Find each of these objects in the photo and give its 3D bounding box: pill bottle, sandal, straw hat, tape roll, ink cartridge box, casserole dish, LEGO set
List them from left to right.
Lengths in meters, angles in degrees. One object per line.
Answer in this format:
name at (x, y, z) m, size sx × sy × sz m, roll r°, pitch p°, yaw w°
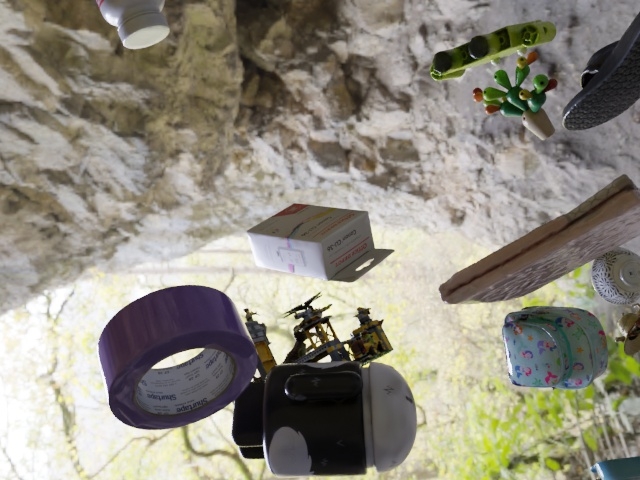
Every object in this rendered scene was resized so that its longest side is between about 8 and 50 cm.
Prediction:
pill bottle at (-0.262, -0.345, 0.842) m, size 0.160 × 0.087 × 0.087 m, roll 67°, pitch 162°, yaw 0°
tape roll at (-0.180, 0.151, 0.801) m, size 0.189 × 0.189 × 0.080 m, roll 102°, pitch 148°, yaw -41°
LEGO set at (-0.047, 0.192, 1.194) m, size 0.331 × 0.255 × 0.192 m, roll -37°, pitch 73°, yaw 34°
ink cartridge box at (0.000, 0.000, 0.952) m, size 0.198 × 0.115 × 0.067 m, roll 9°, pitch 122°, yaw 41°
sandal at (0.742, -0.436, 1.534) m, size 0.446 × 0.167 × 0.107 m, roll 115°, pitch 153°, yaw -55°
straw hat at (0.819, 0.226, 1.661) m, size 0.061 × 0.144 × 0.145 m, roll 38°, pitch 131°, yaw 47°
casserole dish at (0.558, 0.392, 1.066) m, size 0.114 × 0.188 × 0.037 m, roll 48°, pitch -147°, yaw -49°

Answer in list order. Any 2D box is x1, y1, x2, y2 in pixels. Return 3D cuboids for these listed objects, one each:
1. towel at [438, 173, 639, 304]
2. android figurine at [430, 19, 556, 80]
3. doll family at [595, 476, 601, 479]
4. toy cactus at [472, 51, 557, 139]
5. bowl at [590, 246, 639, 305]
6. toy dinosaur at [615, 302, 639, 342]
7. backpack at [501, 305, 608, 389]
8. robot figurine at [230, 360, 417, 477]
towel at (0.379, 0.016, 1.015) m, size 0.317 × 0.332 × 0.053 m, roll -35°, pitch 68°, yaw 27°
android figurine at (0.349, -0.387, 1.281) m, size 0.248 × 0.273 × 0.056 m, roll -12°, pitch 99°, yaw 44°
doll family at (0.631, 0.536, 1.245) m, size 0.163 × 0.262 × 0.118 m, roll 107°, pitch 164°, yaw -52°
toy cactus at (0.431, -0.295, 1.338) m, size 0.180 × 0.112 × 0.219 m, roll 46°, pitch 158°, yaw -12°
bowl at (0.861, 0.097, 1.777) m, size 0.080 × 0.170 × 0.170 m, roll 118°, pitch 146°, yaw -81°
toy dinosaur at (0.917, 0.230, 1.797) m, size 0.183 × 0.053 × 0.093 m, roll 127°, pitch 149°, yaw -46°
backpack at (0.621, 0.288, 1.685) m, size 0.253 × 0.191 × 0.225 m, roll -6°, pitch 94°, yaw 43°
robot figurine at (0.008, 0.270, 0.971) m, size 0.209 × 0.278 × 0.174 m, roll -19°, pitch -75°, yaw -85°
